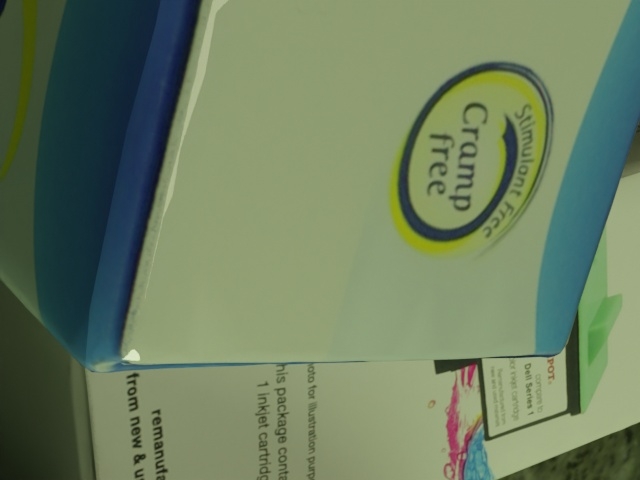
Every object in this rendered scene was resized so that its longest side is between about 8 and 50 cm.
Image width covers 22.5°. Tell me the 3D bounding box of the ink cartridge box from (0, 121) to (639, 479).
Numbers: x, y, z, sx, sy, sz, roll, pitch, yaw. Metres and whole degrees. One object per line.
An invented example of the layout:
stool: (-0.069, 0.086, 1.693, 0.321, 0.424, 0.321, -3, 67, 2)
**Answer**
ink cartridge box: (0.000, 0.000, 0.601, 0.278, 0.201, 0.117, -17, 123, -27)

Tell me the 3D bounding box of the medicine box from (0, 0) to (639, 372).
medicine box: (-0.034, -0.144, 0.440, 0.149, 0.289, 0.263, 0, 114, -35)
